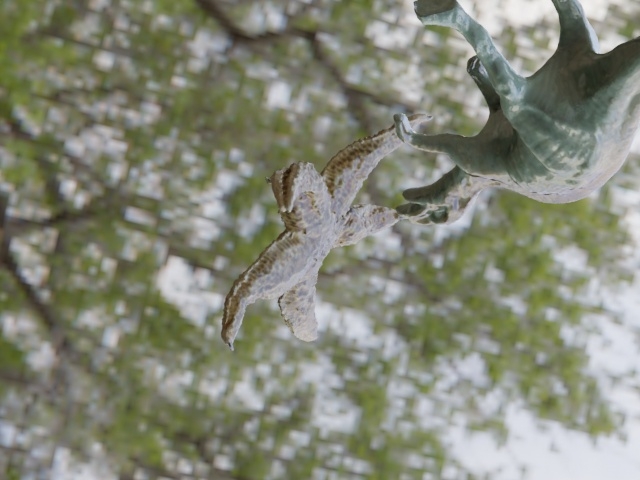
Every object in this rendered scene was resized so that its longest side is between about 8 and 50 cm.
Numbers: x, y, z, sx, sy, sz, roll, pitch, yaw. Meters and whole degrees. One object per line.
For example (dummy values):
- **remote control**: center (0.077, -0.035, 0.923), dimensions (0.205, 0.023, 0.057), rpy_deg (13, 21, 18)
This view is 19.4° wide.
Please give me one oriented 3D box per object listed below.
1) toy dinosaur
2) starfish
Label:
- **toy dinosaur**: center (0.179, -0.117, 1.346), dimensions (0.393, 0.205, 0.092), rpy_deg (-13, -151, 36)
- **starfish**: center (0.000, 0.000, 1.592), dimensions (0.277, 0.062, 0.236), rpy_deg (-53, 154, -24)
